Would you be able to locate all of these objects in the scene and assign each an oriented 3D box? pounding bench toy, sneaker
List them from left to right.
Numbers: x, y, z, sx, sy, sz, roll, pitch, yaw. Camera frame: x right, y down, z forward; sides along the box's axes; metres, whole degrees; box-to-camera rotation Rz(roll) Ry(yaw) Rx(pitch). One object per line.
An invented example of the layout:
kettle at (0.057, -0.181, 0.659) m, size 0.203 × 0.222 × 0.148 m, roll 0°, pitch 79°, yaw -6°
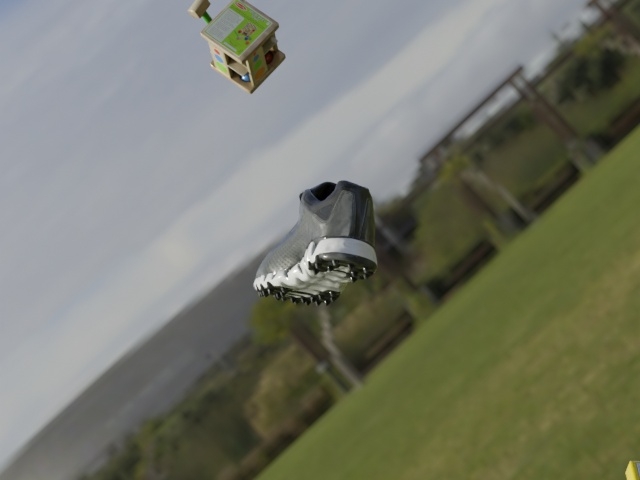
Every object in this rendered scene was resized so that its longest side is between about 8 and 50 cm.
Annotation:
pounding bench toy at (-0.082, -0.186, 1.702) m, size 0.052 × 0.083 × 0.065 m, roll -48°, pitch -22°, yaw -17°
sneaker at (0.000, 0.000, 1.808) m, size 0.234 × 0.078 × 0.106 m, roll 149°, pitch 132°, yaw -66°

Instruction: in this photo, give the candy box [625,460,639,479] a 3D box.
candy box at (0.354, 0.293, 1.709) m, size 0.027 × 0.105 × 0.206 m, roll 103°, pitch 167°, yaw -46°
